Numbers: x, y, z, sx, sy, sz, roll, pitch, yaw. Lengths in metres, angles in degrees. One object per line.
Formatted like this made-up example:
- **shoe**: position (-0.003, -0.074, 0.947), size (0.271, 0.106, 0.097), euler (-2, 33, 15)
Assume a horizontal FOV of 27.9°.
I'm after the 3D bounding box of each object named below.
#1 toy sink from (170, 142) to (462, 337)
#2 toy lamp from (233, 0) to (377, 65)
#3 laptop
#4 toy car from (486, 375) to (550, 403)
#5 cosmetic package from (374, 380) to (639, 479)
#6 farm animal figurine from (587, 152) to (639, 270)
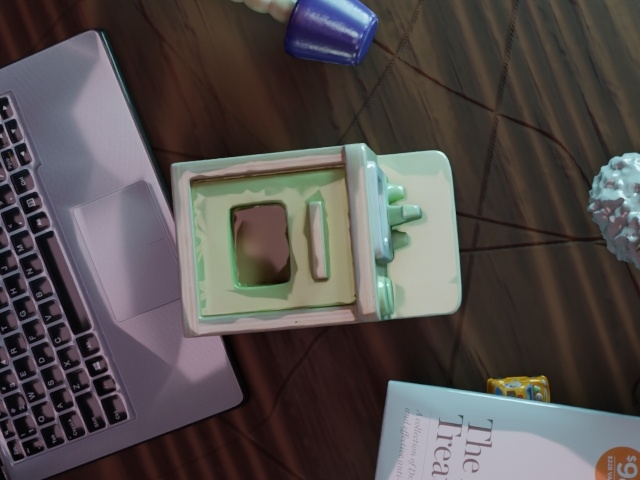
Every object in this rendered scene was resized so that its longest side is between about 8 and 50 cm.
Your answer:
- **toy sink**: position (0.000, 0.000, 1.123), size (0.234, 0.131, 0.152), euler (-4, 87, 8)
- **toy lamp**: position (-0.081, -0.232, 1.155), size (0.275, 0.080, 0.080), euler (26, 97, 7)
- **laptop**: position (-0.335, 0.057, 1.132), size (0.408, 0.236, 0.382), euler (-21, 92, 9)
- **toy car**: position (0.170, 0.179, 1.166), size (0.060, 0.040, 0.122), euler (14, 96, 7)
- **cosmetic package**: position (0.169, 0.322, 1.066), size (0.284, 0.097, 0.377), euler (7, 83, 4)
- **farm animal figurine**: position (0.399, 0.020, 0.968), size (0.330, 0.172, 0.326), euler (-18, 59, 7)
